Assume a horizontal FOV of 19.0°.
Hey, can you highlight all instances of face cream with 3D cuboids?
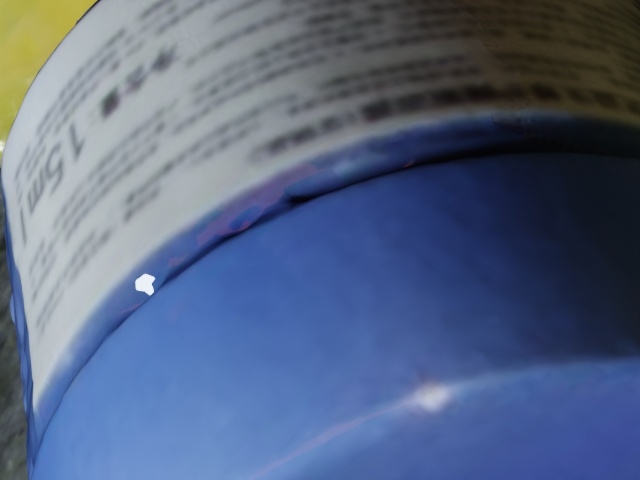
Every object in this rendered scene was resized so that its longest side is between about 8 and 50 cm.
[{"bbox_3d":[0.031,0.046,0.588,0.249,0.249,0.225,-36,41,19],"label":"face cream"}]

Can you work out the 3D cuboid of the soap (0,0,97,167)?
[{"bbox_3d":[-0.063,-0.213,0.952,0.427,0.115,0.306,-39,39,7],"label":"soap"}]
